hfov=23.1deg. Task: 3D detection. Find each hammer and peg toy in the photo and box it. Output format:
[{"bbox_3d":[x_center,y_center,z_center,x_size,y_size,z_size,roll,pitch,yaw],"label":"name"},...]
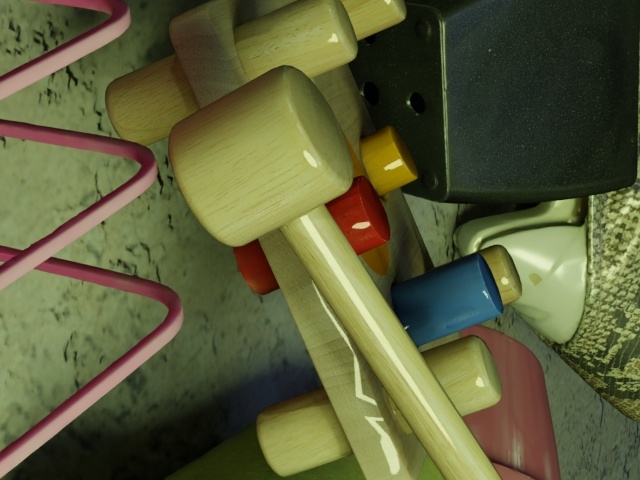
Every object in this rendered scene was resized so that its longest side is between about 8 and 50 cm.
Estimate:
[{"bbox_3d":[0.000,0.000,0.798,0.361,0.127,0.266,-56,123,-72],"label":"hammer and peg toy"}]

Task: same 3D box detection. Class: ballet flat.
[{"bbox_3d":[0.184,-0.075,1.248,0.182,0.164,0.483,-9,105,-21],"label":"ballet flat"}]

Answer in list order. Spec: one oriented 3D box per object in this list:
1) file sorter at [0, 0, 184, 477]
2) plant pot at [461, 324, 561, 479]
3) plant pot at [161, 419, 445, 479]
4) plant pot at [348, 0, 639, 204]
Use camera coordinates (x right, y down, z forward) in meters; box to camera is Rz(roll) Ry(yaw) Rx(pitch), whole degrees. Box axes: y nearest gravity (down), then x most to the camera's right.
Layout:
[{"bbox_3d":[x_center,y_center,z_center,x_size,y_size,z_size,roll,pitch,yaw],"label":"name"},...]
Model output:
[{"bbox_3d":[-0.183,-0.067,0.581,0.202,0.182,0.291,-41,132,-47],"label":"file sorter"},{"bbox_3d":[0.090,0.167,1.125,0.201,0.201,0.180,62,31,-46],"label":"plant pot"},{"bbox_3d":[-0.023,0.216,0.894,0.254,0.276,0.276,-41,133,-63],"label":"plant pot"},{"bbox_3d":[0.089,-0.117,1.047,0.167,0.187,0.188,-24,119,-39],"label":"plant pot"}]
